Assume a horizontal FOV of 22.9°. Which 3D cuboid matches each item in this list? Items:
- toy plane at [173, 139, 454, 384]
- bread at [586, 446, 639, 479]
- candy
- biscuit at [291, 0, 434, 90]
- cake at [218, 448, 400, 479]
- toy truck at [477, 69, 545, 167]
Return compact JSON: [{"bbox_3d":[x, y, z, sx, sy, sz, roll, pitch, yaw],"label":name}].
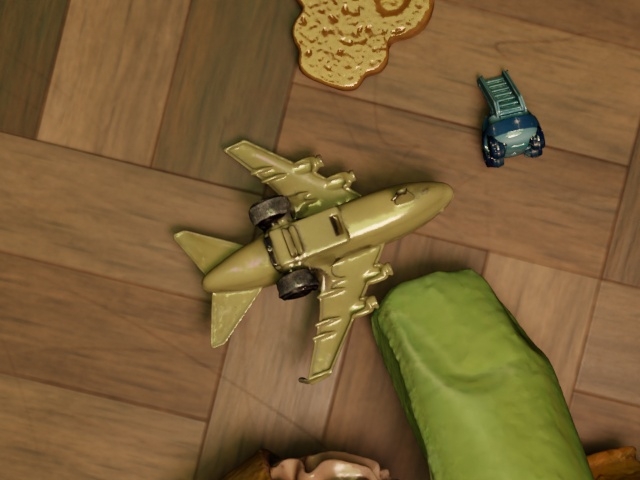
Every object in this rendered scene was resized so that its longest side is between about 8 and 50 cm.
[{"bbox_3d":[0.000,0.000,1.455,0.256,0.104,0.241,-24,74,12],"label":"toy plane"},{"bbox_3d":[0.238,0.369,1.430,0.179,0.194,0.340,-3,96,-14],"label":"bread"},{"bbox_3d":[0.149,0.176,1.374,0.142,0.343,0.132,-33,135,15],"label":"candy"},{"bbox_3d":[0.044,-0.257,1.488,0.144,0.040,0.236,19,92,4],"label":"biscuit"},{"bbox_3d":[-0.003,0.266,1.430,0.178,0.207,0.185,-33,75,-7],"label":"cake"},{"bbox_3d":[0.174,-0.119,1.484,0.056,0.073,0.090,-13,79,-2],"label":"toy truck"}]
